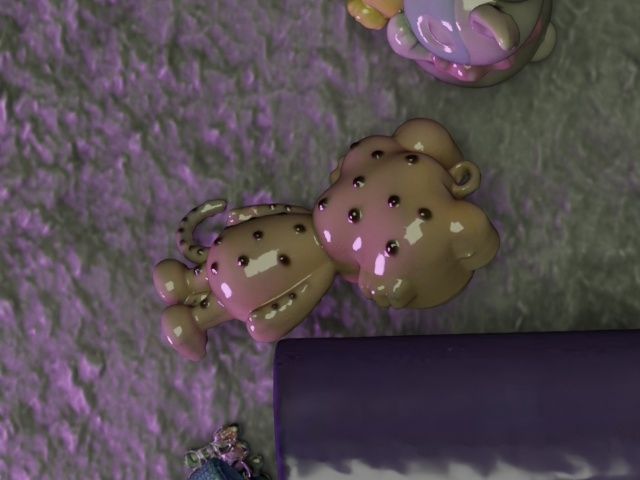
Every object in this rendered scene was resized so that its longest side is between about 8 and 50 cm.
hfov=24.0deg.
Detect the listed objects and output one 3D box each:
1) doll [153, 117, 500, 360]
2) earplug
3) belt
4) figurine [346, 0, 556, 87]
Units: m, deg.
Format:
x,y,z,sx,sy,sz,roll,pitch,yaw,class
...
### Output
x,y,z,sx,sy,sz,roll,pitch,yaw,class
0.000,0.002,1.183,0.278,0.119,0.154,-16,56,17,doll
0.194,0.160,1.120,0.456,0.215,0.215,-5,91,3,earplug
-0.044,0.246,1.236,0.065,0.100,0.179,-36,102,10,belt
0.100,-0.184,1.106,0.155,0.235,0.127,39,97,6,figurine
